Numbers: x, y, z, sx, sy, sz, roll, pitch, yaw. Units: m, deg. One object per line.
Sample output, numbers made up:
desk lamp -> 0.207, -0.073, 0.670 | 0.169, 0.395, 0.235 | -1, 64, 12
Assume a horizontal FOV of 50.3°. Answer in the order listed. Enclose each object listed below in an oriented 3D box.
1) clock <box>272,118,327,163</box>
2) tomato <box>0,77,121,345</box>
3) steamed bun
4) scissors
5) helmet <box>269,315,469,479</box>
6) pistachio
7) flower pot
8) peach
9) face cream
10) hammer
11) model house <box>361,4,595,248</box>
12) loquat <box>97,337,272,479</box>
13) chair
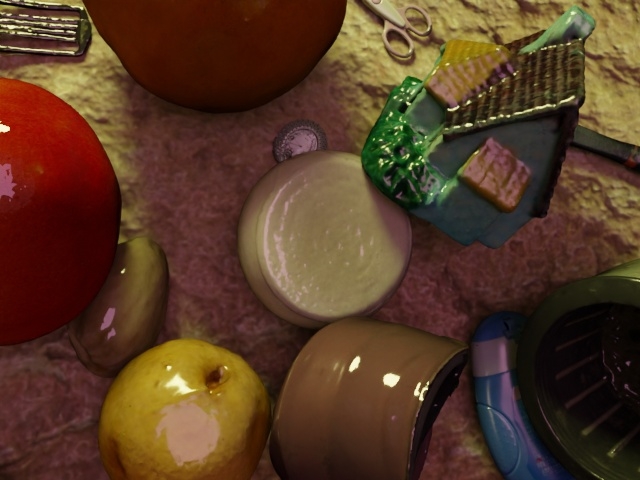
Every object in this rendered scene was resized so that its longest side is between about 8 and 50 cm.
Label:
clock -> -0.027, -0.135, 0.972 | 0.074, 0.010, 0.083 | 39, 78, -5
tomato -> -0.340, -0.031, 0.759 | 0.227, 0.298, 0.298 | 9, 83, -15
steamed bun -> 0.000, 0.000, 0.895 | 0.232, 0.145, 0.231 | 1, 88, -19
scissors -> 0.085, -0.351, 1.009 | 0.176, 0.022, 0.085 | 41, 82, -8
helmet -> 0.046, 0.226, 0.832 | 0.197, 0.338, 0.270 | 19, 65, 12
pistachio -> -0.251, 0.080, 0.861 | 0.126, 0.108, 0.185 | 25, 72, -32
flower pot -> 0.471, 0.152, 0.881 | 0.330, 0.294, 0.293 | -15, 88, -39
peach -> -0.126, -0.326, 0.822 | 0.343, 0.302, 0.342 | 1, 83, -12
face cream -> 0.289, 0.228, 0.963 | 0.149, 0.083, 0.263 | -17, 88, -20
hammer -> 0.450, -0.136, 1.055 | 0.290, 0.037, 0.137 | 20, 81, -9
model house -> 0.225, -0.171, 0.854 | 0.230, 0.248, 0.280 | 33, 39, -7
loquat -> -0.160, 0.220, 0.812 | 0.208, 0.208, 0.207 | 1, 84, -11
chair -> -0.407, -0.288, 0.864 | 0.213, 0.101, 0.084 | -1, 85, -11
